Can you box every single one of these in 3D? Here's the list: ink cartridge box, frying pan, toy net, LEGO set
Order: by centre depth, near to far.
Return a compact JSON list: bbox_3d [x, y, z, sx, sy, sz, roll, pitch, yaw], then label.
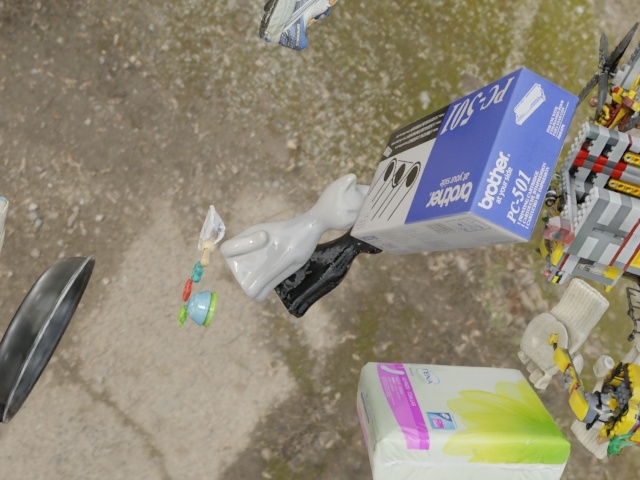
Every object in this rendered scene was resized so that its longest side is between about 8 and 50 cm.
[{"bbox_3d":[0.090,-0.045,0.542,0.046,0.207,0.097,25,80,-14],"label":"ink cartridge box"},{"bbox_3d":[0.231,-0.009,0.618,0.192,0.255,0.331,18,48,1],"label":"LEGO set"},{"bbox_3d":[-0.325,0.156,0.813,0.053,0.197,0.326,27,87,-9],"label":"frying pan"},{"bbox_3d":[-0.217,0.050,1.448,0.045,0.122,0.232,16,72,-18],"label":"toy net"}]

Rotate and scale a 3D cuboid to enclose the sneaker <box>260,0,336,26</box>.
[{"bbox_3d":[-0.003,-0.366,1.049,0.083,0.215,0.084,36,37,-41],"label":"sneaker"}]

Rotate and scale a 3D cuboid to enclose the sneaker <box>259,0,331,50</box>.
[{"bbox_3d":[-0.013,-0.256,0.788,0.058,0.052,0.135,25,89,-22],"label":"sneaker"}]

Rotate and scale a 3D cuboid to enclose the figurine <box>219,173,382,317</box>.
[{"bbox_3d":[0.000,0.000,1.035,0.092,0.209,0.215,60,11,23],"label":"figurine"}]

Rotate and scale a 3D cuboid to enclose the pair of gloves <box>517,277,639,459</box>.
[{"bbox_3d":[0.428,0.206,1.240,0.042,0.204,0.240,-4,48,-39],"label":"pair of gloves"}]

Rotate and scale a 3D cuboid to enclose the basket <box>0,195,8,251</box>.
[{"bbox_3d":[-0.605,0.002,1.059,0.289,0.201,0.254,22,35,-18],"label":"basket"}]

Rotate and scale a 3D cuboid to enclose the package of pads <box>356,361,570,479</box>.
[{"bbox_3d":[0.214,0.291,1.231,0.297,0.101,0.229,4,20,-6],"label":"package of pads"}]
